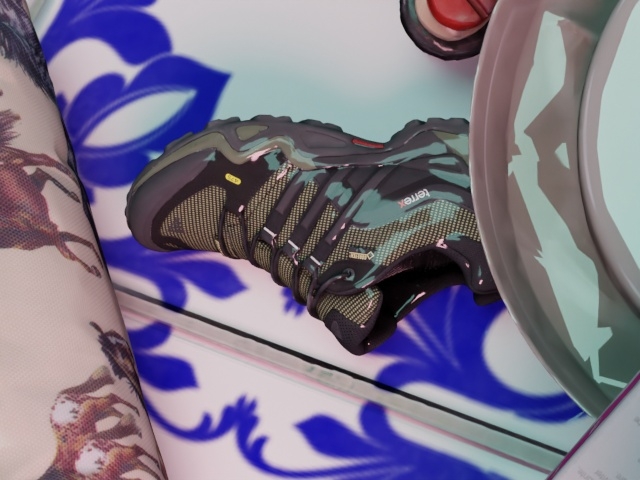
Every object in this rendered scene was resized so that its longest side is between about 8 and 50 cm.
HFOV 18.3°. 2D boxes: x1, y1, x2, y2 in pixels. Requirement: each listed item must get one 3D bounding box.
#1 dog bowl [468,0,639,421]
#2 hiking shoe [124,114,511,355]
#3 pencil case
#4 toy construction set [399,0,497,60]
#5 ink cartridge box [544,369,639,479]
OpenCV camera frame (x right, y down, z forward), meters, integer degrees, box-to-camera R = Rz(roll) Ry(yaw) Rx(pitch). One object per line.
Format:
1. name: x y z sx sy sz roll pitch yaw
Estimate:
1. dog bowl: 0.248 -0.044 0.911 0.348 0.102 0.349 -2 81 15
2. hiking shoe: 0.000 0.000 1.031 0.226 0.086 0.114 -4 62 18
3. pencil case: -0.203 0.027 1.050 0.183 0.160 0.410 -18 61 -1
4. toy construction set: 0.093 -0.267 1.016 0.237 0.309 0.257 -29 67 -1
5. ink cartridge box: 0.163 0.156 0.831 0.175 0.069 0.371 40 108 5
